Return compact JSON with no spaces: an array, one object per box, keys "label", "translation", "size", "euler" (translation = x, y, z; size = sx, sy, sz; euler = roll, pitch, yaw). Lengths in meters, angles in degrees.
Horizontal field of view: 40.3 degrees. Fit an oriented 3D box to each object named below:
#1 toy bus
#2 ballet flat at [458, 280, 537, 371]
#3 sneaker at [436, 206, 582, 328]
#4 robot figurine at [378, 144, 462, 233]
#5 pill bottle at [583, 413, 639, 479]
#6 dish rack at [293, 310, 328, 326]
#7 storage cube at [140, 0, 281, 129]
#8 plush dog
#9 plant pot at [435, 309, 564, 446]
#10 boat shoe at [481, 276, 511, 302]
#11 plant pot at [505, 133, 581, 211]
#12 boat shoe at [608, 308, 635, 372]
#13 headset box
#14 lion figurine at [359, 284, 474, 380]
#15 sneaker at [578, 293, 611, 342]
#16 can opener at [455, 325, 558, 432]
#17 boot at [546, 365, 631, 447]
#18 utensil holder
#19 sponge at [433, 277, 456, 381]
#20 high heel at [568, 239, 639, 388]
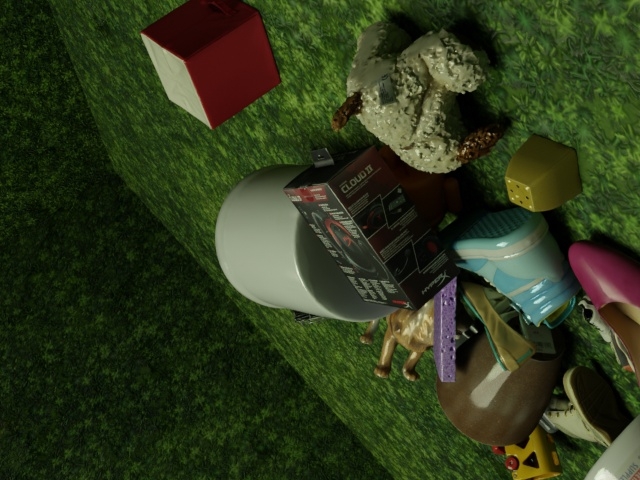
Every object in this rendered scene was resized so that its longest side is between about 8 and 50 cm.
[{"label":"toy bus","translation":[0.442,0.410,1.840],"size":[0.104,0.191,0.202],"euler":[-24,109,27]},{"label":"ballet flat","translation":[0.309,0.135,1.505],"size":[0.080,0.073,0.232],"euler":[48,-168,-35]},{"label":"sneaker","translation":[0.311,0.056,1.470],"size":[0.208,0.127,0.319],"euler":[52,168,-11]},{"label":"robot figurine","translation":[0.159,-0.096,1.544],"size":[0.219,0.158,0.128],"euler":[75,180,-50]},{"label":"pill bottle","translation":[0.611,0.441,1.288],"size":[0.408,0.229,0.229],"euler":[41,159,29]},{"label":"dish rack","translation":[0.027,0.137,2.071],"size":[0.271,0.208,0.074],"euler":[-103,-5,-71]},{"label":"storage cube","translation":[-0.230,-0.387,1.837],"size":[0.184,0.193,0.215],"euler":[37,158,38]},{"label":"plush dog","translation":[0.145,-0.188,1.326],"size":[0.225,0.210,0.262],"euler":[44,169,-34]},{"label":"plant pot","translation":[0.354,0.235,1.614],"size":[0.215,0.215,0.230],"euler":[46,145,19]},{"label":"boat shoe","translation":[0.351,0.095,1.554],"size":[0.153,0.056,0.048],"euler":[21,141,45]},{"label":"plant pot","translation":[0.313,-0.088,1.252],"size":[0.081,0.083,0.081],"euler":[33,154,46]},{"label":"boat shoe","translation":[0.477,0.156,1.376],"size":[0.043,0.049,0.137],"euler":[28,155,57]},{"label":"headset box","translation":[0.073,-0.032,1.483],"size":[0.293,0.110,0.218],"euler":[54,163,-13]},{"label":"lion figurine","translation":[0.183,0.147,1.865],"size":[0.392,0.142,0.240],"euler":[-127,51,-66]},{"label":"sneaker","translation":[0.444,0.126,1.402],"size":[0.040,0.044,0.109],"euler":[15,141,59]},{"label":"can opener","translation":[0.377,0.290,1.787],"size":[0.283,0.095,0.076],"euler":[48,162,15]},{"label":"boot","translation":[0.474,0.304,1.604],"size":[0.213,0.077,0.165],"euler":[50,164,-19]},{"label":"utensil holder","translation":[0.000,0.000,1.802],"size":[0.327,0.328,0.385],"euler":[58,160,-17]},{"label":"sponge","translation":[0.229,0.140,1.603],"size":[0.117,0.031,0.210],"euler":[-87,-5,-71]},{"label":"high heel","translation":[0.456,0.173,1.235],"size":[0.377,0.181,0.127],"euler":[47,161,16]}]
